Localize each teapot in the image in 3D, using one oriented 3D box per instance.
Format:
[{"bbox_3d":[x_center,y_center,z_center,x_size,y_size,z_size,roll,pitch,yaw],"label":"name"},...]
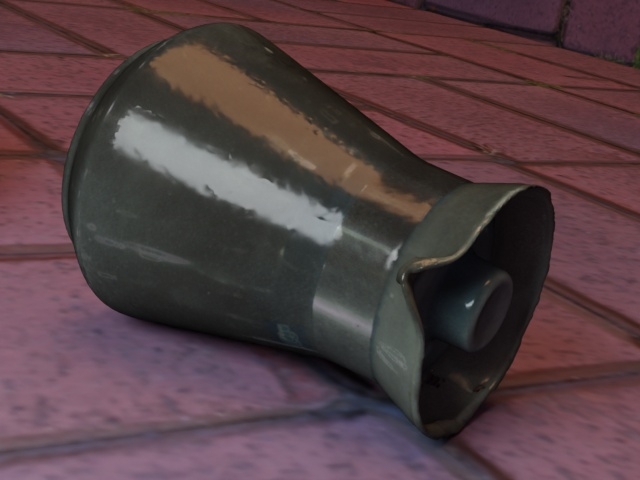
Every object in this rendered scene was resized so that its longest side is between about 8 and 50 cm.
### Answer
[{"bbox_3d":[0.000,0.000,0.627,0.225,0.171,0.203,26,-8,28],"label":"teapot"}]
